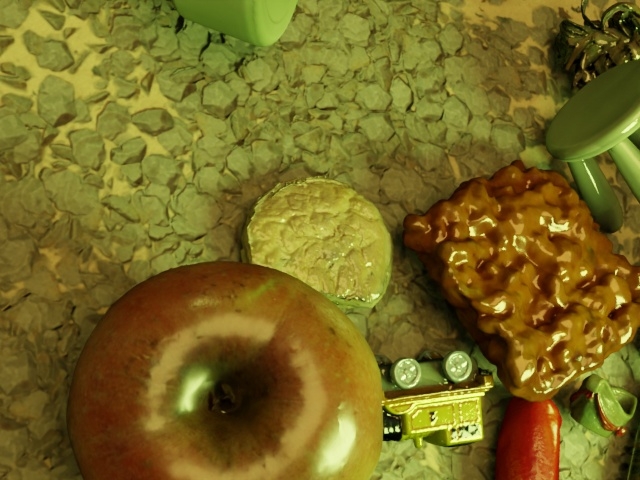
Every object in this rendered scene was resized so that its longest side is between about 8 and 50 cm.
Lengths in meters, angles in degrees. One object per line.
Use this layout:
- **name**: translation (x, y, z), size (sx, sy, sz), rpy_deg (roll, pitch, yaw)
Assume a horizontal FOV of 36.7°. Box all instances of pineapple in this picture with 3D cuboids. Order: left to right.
- **pineapple**: translation (0.510, -0.293, 1.518), size (0.271, 0.262, 0.262), rpy_deg (6, 70, 1)

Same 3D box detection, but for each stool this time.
- **stool**: translation (0.463, -0.130, 1.407), size (0.199, 0.195, 0.195), rpy_deg (46, 75, -16)

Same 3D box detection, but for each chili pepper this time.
- **chili pepper**: translation (0.288, 0.341, 1.285), size (0.137, 0.092, 0.368), rpy_deg (21, 67, -46)

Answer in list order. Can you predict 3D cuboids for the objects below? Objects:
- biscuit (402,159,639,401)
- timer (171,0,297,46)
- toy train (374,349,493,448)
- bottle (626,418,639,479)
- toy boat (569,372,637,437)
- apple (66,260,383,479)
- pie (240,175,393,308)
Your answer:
- **biscuit**: translation (0.299, 0.042, 1.344), size (0.318, 0.110, 0.312), rpy_deg (-27, 75, -30)
- **timer**: translation (-0.188, -0.425, 1.256), size (0.315, 0.291, 0.291), rpy_deg (13, 67, 7)
- **toy train**: translation (0.132, 0.208, 1.254), size (0.219, 0.089, 0.127), rpy_deg (-3, 85, -24)
- **bottle**: translation (0.469, 0.345, 1.348), size (0.082, 0.082, 0.286), rpy_deg (26, 66, -13)
- **toy boat**: translation (0.393, 0.230, 1.342), size (0.089, 0.185, 0.071), rpy_deg (36, 96, 35)
- **apple**: translation (-0.103, 0.186, 1.054), size (0.338, 0.305, 0.338), rpy_deg (2, 77, -8)
- **pie**: translation (0.001, -0.001, 1.286), size (0.218, 0.052, 0.185), rpy_deg (13, 71, -16)
